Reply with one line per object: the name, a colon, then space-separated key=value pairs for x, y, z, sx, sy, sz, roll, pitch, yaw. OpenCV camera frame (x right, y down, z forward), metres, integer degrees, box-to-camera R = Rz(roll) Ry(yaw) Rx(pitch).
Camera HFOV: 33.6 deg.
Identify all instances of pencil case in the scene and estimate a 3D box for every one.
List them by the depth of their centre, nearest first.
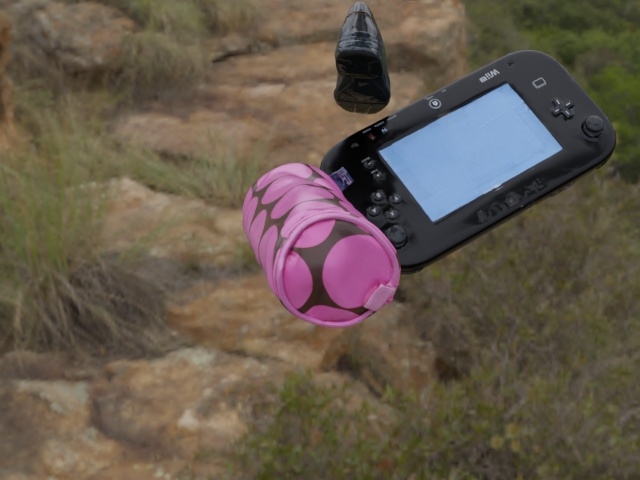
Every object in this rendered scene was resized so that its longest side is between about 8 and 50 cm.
pencil case: x=0.000 y=0.000 z=0.787 sx=0.095 sy=0.098 sz=0.209 roll=-46 pitch=16 yaw=6

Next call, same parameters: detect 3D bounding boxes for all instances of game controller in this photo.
game controller: x=0.159 y=-0.090 z=1.137 sx=0.319 sy=0.067 sz=0.166 roll=-29 pitch=78 yaw=-18

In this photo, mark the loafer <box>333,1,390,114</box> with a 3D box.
loafer: x=0.046 y=-0.184 z=1.108 sx=0.062 sy=0.170 sz=0.061 roll=5 pitch=73 yaw=1
